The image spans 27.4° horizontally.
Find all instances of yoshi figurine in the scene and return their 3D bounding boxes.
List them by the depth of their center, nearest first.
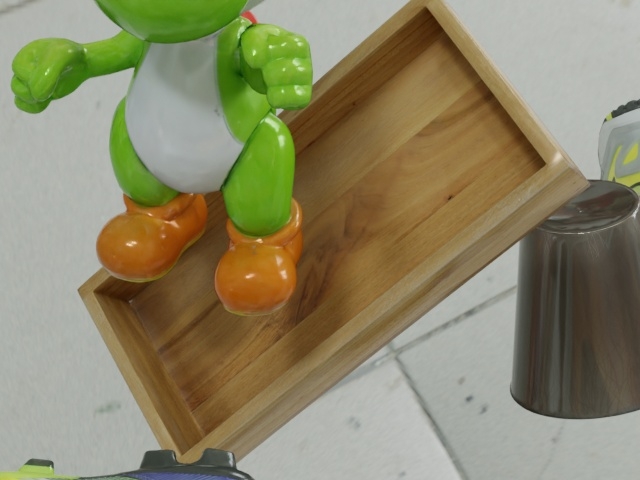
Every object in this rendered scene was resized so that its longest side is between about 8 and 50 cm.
[{"bbox_3d":[-0.095,-0.113,0.881,0.203,0.362,0.203,-13,36,-21],"label":"yoshi figurine"}]

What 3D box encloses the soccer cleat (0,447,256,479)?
[{"bbox_3d":[-0.175,0.211,0.867,0.289,0.093,0.121,-8,53,7],"label":"soccer cleat"}]

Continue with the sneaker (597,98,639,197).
[{"bbox_3d":[0.436,-0.022,1.789,0.145,0.385,0.147,-12,53,4],"label":"sneaker"}]

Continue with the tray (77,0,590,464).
[{"bbox_3d":[0.000,0.000,1.110,0.411,0.076,0.203,-40,65,14],"label":"tray"}]

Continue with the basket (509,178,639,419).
[{"bbox_3d":[0.300,0.060,1.453,0.204,0.154,0.227,-10,117,2],"label":"basket"}]
